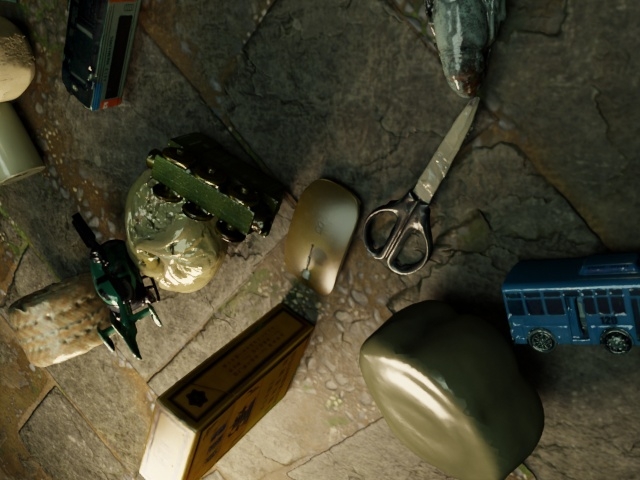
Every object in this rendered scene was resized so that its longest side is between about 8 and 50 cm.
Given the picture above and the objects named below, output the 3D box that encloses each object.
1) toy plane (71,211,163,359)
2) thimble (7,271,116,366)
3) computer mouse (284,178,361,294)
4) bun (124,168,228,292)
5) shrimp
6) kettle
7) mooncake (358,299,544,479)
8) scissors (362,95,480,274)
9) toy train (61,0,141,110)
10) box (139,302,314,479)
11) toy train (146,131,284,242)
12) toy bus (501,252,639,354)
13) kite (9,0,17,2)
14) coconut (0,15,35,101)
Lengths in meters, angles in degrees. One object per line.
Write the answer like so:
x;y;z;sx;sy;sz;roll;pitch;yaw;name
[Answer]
-0.359;0.083;1.090;0.382;0.106;0.155;54;169;49;toy plane
-0.531;0.156;1.281;0.229;0.196;0.148;4;115;65;thimble
-0.001;0.000;0.951;0.102;0.045;0.199;32;126;19;computer mouse
-0.263;-0.010;1.069;0.210;0.116;0.237;4;117;32;bun
0.162;-0.278;0.692;0.090;0.079;0.233;2;109;28;shrimp
-0.629;-0.197;1.242;0.098;0.127;0.148;-23;98;6;kettle
0.178;0.209;0.851;0.275;0.135;0.275;39;150;28;mooncake
0.140;-0.069;0.822;0.109;0.022;0.300;36;133;13;scissors
-0.315;-0.394;0.931;0.086;0.089;0.409;41;128;19;toy train
-0.146;0.254;1.004;0.084;0.301;0.193;33;126;18;box
-0.156;-0.084;0.954;0.225;0.137;0.090;31;119;12;toy train
0.325;0.073;0.747;0.184;0.090;0.106;-6;107;35;toy bus
-0.661;-0.558;1.107;0.314;0.011;0.335;-29;101;43;kite
-0.614;-0.325;1.110;0.161;0.162;0.161;15;120;27;coconut
